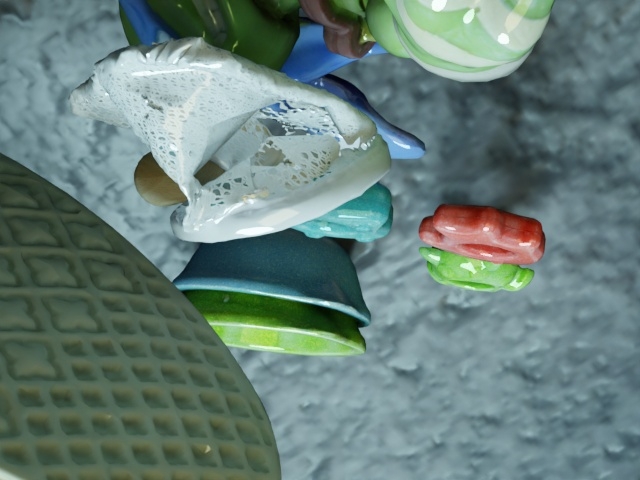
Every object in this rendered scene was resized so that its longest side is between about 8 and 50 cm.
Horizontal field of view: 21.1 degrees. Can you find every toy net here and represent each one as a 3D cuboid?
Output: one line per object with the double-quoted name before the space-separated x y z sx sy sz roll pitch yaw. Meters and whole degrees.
"toy net" 0.000 0.000 0.487 0.122 0.232 0.045 8 80 10

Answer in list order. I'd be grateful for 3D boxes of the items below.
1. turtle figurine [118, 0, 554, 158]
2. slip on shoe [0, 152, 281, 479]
"turtle figurine" 0.035 -0.144 0.396 0.266 0.198 0.275 -31 123 9
"slip on shoe" -0.162 0.019 0.473 0.331 0.123 0.101 22 120 13
